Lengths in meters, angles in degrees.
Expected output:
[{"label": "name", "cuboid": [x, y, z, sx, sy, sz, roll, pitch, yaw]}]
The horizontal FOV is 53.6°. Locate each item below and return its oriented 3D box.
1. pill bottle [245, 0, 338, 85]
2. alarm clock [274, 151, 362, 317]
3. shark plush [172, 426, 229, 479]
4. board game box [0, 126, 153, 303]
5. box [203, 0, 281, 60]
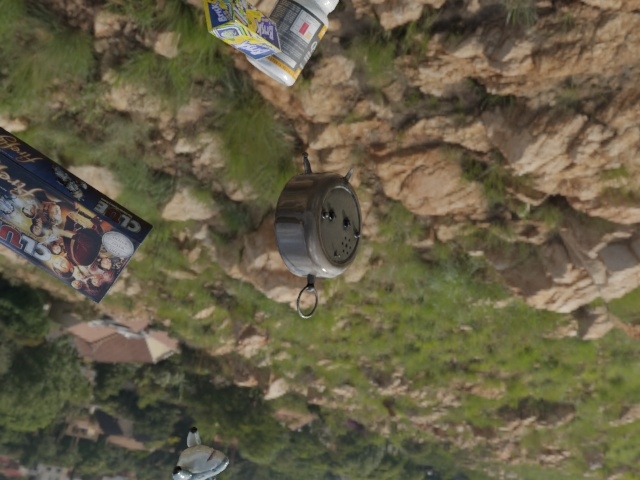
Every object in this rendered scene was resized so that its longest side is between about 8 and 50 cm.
[{"label": "pill bottle", "cuboid": [-0.076, -0.591, 1.780, 0.162, 0.278, 0.162, 33, -175, -3]}, {"label": "alarm clock", "cuboid": [0.000, 0.000, 0.772, 0.064, 0.191, 0.129, 4, 168, 33]}, {"label": "shark plush", "cuboid": [-0.178, 0.344, 0.910, 0.067, 0.073, 0.161, 20, 122, -2]}, {"label": "board game box", "cuboid": [-0.370, -0.030, 0.863, 0.243, 0.042, 0.165, 34, 130, -12]}, {"label": "box", "cuboid": [-0.129, -0.361, 1.071, 0.054, 0.059, 0.169, -13, 174, 22]}]
